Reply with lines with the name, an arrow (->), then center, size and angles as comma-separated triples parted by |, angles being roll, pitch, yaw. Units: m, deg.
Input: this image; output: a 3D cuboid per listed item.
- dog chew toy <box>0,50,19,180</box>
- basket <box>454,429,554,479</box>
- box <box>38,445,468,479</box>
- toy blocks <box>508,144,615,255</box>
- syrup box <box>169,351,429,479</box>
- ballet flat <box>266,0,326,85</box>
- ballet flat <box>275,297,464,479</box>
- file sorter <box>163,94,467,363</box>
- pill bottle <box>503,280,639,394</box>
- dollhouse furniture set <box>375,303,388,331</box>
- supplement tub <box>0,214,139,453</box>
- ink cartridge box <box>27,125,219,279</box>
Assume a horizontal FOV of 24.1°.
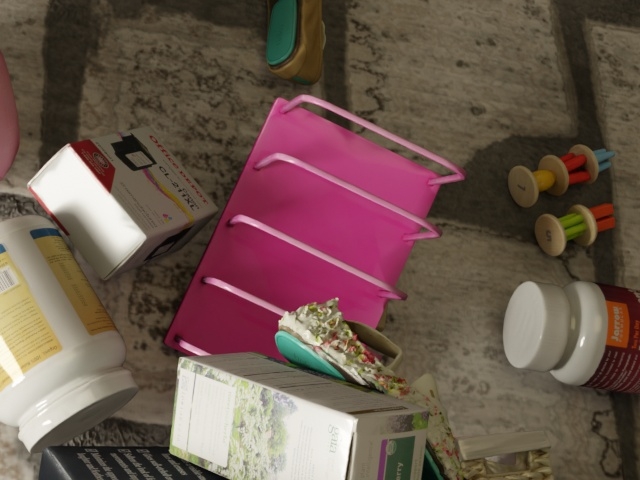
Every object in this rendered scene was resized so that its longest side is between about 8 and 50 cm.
dog chew toy -> -0.470, -0.111, 1.460 | 0.332, 0.206, 0.206 | -12, 70, -18
basket -> 0.160, 0.265, 1.549 | 0.113, 0.167, 0.103 | -2, 71, -23
box -> -0.036, 0.319, 1.331 | 0.395, 0.293, 0.212 | 3, 97, -21
toy blocks -> 0.318, -0.055, 1.836 | 0.148, 0.054, 0.123 | -19, 73, -29
syrup box -> -0.022, 0.168, 1.312 | 0.096, 0.237, 0.093 | 0, 99, -44
ballet flat -> -0.026, -0.288, 1.809 | 0.073, 0.080, 0.232 | 29, 56, -41
ballet flat -> 0.058, 0.132, 1.361 | 0.077, 0.091, 0.241 | -35, 61, -25
file sorter -> -0.003, 0.019, 1.527 | 0.202, 0.182, 0.290 | 25, 85, -9
pill bottle -> 0.331, 0.111, 1.719 | 0.221, 0.121, 0.121 | 9, 62, -18
dollhouse furniture set -> 0.000, 0.000, 1.648 | 0.182, 0.101, 0.161 | 18, 60, -14
supplement tub -> -0.279, 0.091, 1.462 | 0.144, 0.144, 0.199 | -26, 77, -30
ink cartridge box -> -0.201, -0.044, 1.553 | 0.127, 0.072, 0.175 | 49, 23, 6
